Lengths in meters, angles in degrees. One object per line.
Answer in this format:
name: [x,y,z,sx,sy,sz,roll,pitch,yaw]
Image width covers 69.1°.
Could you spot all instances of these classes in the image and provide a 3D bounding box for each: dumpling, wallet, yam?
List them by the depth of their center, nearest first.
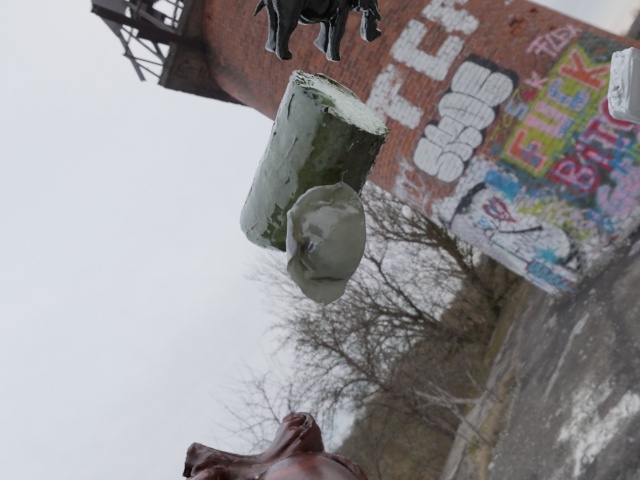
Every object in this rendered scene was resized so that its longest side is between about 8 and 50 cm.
wallet: [0.455,-0.198,0.624,0.190,0.033,0.095,0,-88,-26]
dumpling: [0.000,0.000,0.684,0.127,0.108,0.187,12,-91,-29]
yam: [-0.015,-0.111,0.795,0.195,0.195,0.299,-24,-35,-52]

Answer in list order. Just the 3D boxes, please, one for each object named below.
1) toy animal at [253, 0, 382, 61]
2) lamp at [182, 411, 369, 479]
toy animal: [0.013,-0.365,0.738,0.245,0.115,0.146,-22,-46,-42]
lamp: [-0.034,0.311,0.504,0.215,0.223,0.150,-6,-76,-30]
